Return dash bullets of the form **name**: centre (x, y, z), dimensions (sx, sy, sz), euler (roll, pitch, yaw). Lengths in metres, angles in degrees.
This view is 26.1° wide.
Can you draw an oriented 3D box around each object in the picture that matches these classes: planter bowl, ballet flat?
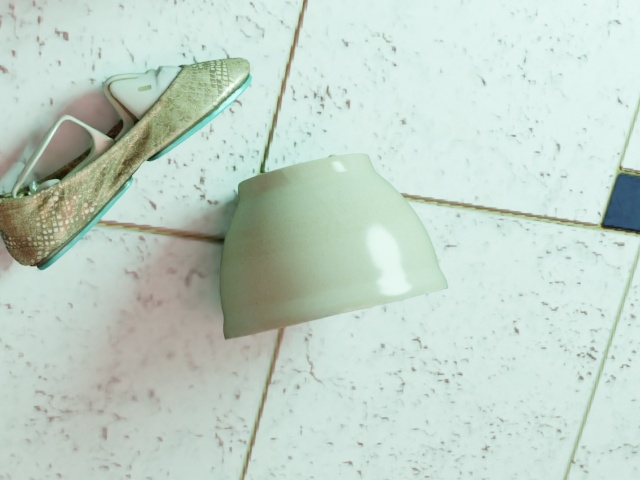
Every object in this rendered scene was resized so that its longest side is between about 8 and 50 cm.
- **planter bowl**: centre (0.000, 0.000, 0.975), dimensions (0.162, 0.162, 0.109), euler (-12, 88, -24)
- **ballet flat**: centre (-0.137, -0.069, 0.918), dimensions (0.206, 0.073, 0.067), euler (-44, 108, -11)
